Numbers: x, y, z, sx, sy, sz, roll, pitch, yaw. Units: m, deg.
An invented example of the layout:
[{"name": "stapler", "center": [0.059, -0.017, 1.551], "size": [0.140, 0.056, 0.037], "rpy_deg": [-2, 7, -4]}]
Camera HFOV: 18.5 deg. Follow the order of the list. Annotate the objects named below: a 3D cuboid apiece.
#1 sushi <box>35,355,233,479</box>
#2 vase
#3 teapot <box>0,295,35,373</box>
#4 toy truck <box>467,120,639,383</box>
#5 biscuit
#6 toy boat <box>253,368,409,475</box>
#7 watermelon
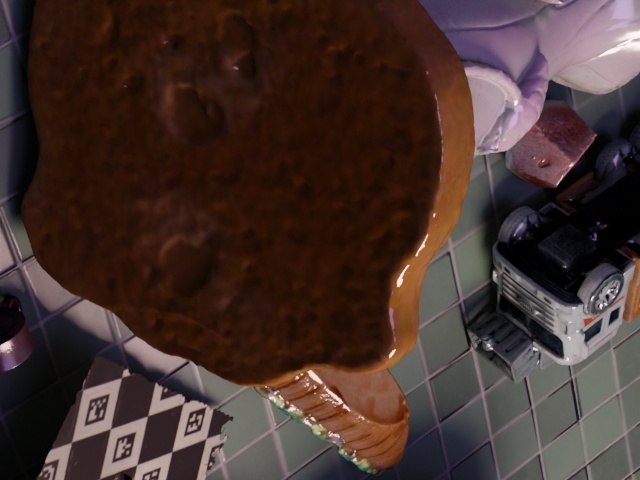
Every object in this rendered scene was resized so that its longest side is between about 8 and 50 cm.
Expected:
[{"name": "sushi", "center": [-0.213, 0.247, 1.728], "size": [0.290, 0.050, 0.264], "rpy_deg": [-63, 151, -3]}, {"name": "vase", "center": [0.098, -0.165, 1.704], "size": [0.445, 0.250, 0.250], "rpy_deg": [-23, 124, -37]}, {"name": "teapot", "center": [-0.269, 0.076, 1.605], "size": [0.100, 0.068, 0.045], "rpy_deg": [-63, 147, -52]}, {"name": "toy truck", "center": [0.299, 0.023, 2.028], "size": [0.338, 0.133, 0.184], "rpy_deg": [-34, 145, -27]}, {"name": "biscuit", "center": [-0.062, -0.070, 1.504], "size": [0.062, 0.385, 0.365], "rpy_deg": [-27, 131, -54]}, {"name": "toy boat", "center": [0.024, 0.151, 1.874], "size": [0.293, 0.099, 0.108], "rpy_deg": [48, 50, -42]}, {"name": "watermelon", "center": [0.230, -0.099, 1.952], "size": [0.092, 0.072, 0.084], "rpy_deg": [53, 56, -37]}]
